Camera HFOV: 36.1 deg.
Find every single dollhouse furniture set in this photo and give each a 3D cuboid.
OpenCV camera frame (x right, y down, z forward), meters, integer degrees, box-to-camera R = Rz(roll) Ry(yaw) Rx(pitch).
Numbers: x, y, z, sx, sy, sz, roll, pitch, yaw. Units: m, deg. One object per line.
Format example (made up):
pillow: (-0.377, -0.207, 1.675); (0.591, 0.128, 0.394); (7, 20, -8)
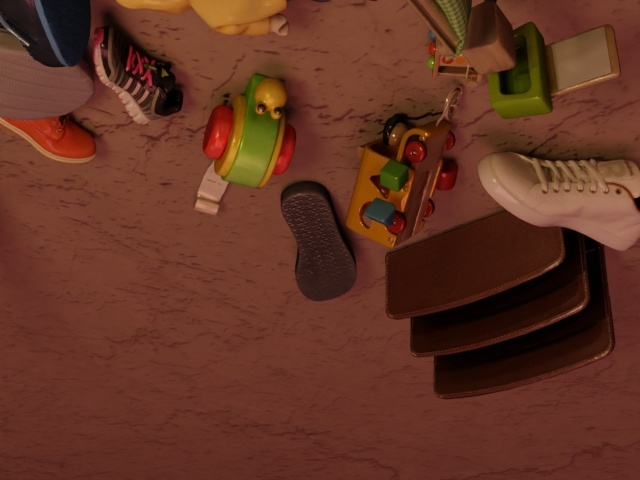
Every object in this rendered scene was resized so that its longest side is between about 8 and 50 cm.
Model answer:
dollhouse furniture set: (0.174, -0.270, 0.897); (0.151, 0.198, 0.301); (-15, 152, 28)

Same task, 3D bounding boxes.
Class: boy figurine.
boy figurine: (-0.080, -0.283, 1.038); (0.285, 0.092, 0.177); (-5, 146, 14)

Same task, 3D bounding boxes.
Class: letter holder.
letter holder: (0.259, 0.096, 1.460); (0.302, 0.214, 0.152); (-22, 139, 33)

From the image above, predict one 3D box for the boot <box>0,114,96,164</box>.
boot: (-0.351, -0.157, 1.283); (0.158, 0.059, 0.084); (29, 134, -31)

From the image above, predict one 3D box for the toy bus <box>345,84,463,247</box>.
toy bus: (0.099, -0.095, 1.282); (0.104, 0.202, 0.191); (25, 161, 23)

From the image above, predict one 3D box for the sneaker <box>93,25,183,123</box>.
sneaker: (-0.217, -0.204, 1.195); (0.074, 0.063, 0.170); (-6, 150, 14)

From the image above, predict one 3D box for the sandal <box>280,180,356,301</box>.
sandal: (0.001, 0.000, 1.498); (0.097, 0.054, 0.254); (-7, 136, 3)

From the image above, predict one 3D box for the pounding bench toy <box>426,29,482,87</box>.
pounding bench toy: (0.157, -0.213, 1.152); (0.065, 0.052, 0.083); (2, 146, 2)

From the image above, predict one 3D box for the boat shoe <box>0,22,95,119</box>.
boat shoe: (-0.392, -0.231, 1.111); (0.121, 0.119, 0.335); (-35, 158, 21)

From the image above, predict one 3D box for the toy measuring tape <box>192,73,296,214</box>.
toy measuring tape: (-0.115, -0.094, 1.302); (0.121, 0.121, 0.330); (15, 145, -17)

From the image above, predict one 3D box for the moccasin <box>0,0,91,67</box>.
moccasin: (-0.330, -0.329, 0.984); (0.116, 0.138, 0.342); (0, 132, 13)

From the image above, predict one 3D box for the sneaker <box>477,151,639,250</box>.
sneaker: (0.343, -0.080, 1.307); (0.290, 0.106, 0.123); (14, 136, -29)
